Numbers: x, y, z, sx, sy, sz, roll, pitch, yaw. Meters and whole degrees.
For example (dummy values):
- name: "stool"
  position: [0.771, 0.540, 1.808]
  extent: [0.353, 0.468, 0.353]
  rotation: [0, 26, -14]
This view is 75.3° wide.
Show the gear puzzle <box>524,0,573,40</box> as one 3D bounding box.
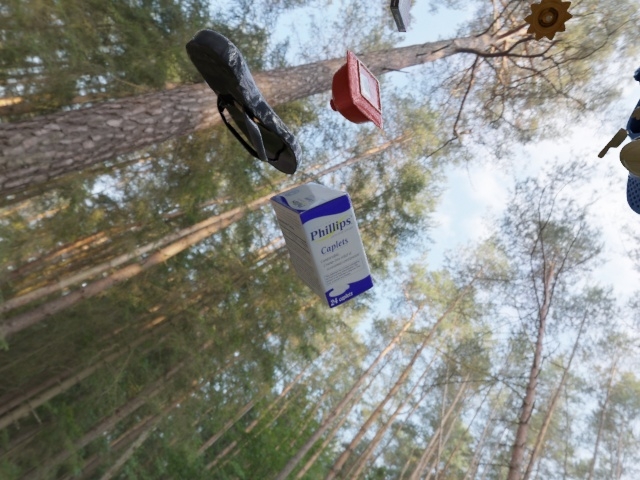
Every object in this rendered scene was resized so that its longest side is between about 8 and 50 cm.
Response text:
- name: "gear puzzle"
  position: [0.435, -0.560, 0.781]
  extent: [0.176, 0.044, 0.338]
  rotation: [-5, -63, 25]

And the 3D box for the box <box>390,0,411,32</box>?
- name: "box"
  position: [0.230, -0.681, 1.174]
  extent: [0.029, 0.162, 0.116]
  rotation: [10, -84, 17]

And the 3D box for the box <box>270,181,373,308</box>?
- name: "box"
  position: [0.000, 0.000, 0.567]
  extent: [0.126, 0.072, 0.137]
  rotation: [32, -37, 62]

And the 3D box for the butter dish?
- name: "butter dish"
  position: [0.077, -0.362, 1.049]
  extent: [0.118, 0.160, 0.160]
  rotation: [-15, -112, 33]

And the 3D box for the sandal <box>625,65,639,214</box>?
- name: "sandal"
  position: [0.550, -0.181, 0.667]
  extent: [0.126, 0.138, 0.317]
  rotation: [-116, -164, -59]

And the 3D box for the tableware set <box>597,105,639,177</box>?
- name: "tableware set"
  position: [0.492, -0.146, 0.569]
  extent: [0.128, 0.039, 0.194]
  rotation: [37, -9, 20]

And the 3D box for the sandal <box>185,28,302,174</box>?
- name: "sandal"
  position: [-0.108, -0.171, 0.583]
  extent: [0.097, 0.054, 0.254]
  rotation: [21, -16, 32]
